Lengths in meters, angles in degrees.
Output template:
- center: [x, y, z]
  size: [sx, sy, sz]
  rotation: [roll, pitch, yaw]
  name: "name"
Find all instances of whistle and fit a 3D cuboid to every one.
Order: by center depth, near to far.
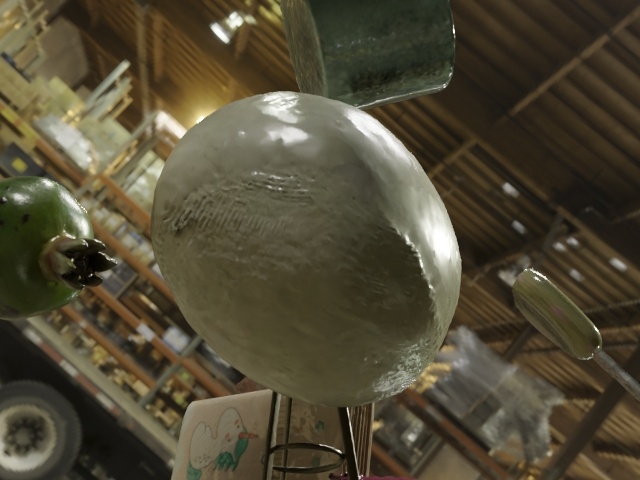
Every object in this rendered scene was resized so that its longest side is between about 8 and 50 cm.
- center: [0.052, -0.303, 1.099]
  size: [0.405, 0.168, 0.188]
  rotation: [88, -16, -50]
  name: "whistle"

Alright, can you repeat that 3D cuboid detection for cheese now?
- center: [0.288, 0.110, 1.032]
  size: [0.192, 0.037, 0.097]
  rotation: [45, -6, 28]
  name: "cheese"

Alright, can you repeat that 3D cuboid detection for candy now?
- center: [0.000, 0.000, 0.779]
  size: [0.295, 0.295, 0.185]
  rotation: [43, -47, -7]
  name: "candy"

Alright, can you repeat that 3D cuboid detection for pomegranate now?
- center: [-0.347, 0.013, 1.150]
  size: [0.225, 0.187, 0.187]
  rotation: [10, -29, 35]
  name: "pomegranate"

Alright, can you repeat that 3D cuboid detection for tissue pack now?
- center: [-0.071, 0.289, 1.280]
  size: [0.325, 0.170, 0.071]
  rotation: [-16, -36, 38]
  name: "tissue pack"

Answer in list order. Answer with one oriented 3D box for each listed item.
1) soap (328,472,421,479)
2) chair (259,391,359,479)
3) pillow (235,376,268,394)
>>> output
- center: [0.067, 0.384, 0.927]
  size: [0.182, 0.289, 0.112]
  rotation: [15, 0, -28]
  name: "soap"
- center: [-0.020, 0.173, 0.912]
  size: [0.104, 0.222, 0.095]
  rotation: [14, -30, -22]
  name: "chair"
- center: [-0.004, 0.189, 1.460]
  size: [0.135, 0.248, 0.049]
  rotation: [41, -9, 34]
  name: "pillow"
